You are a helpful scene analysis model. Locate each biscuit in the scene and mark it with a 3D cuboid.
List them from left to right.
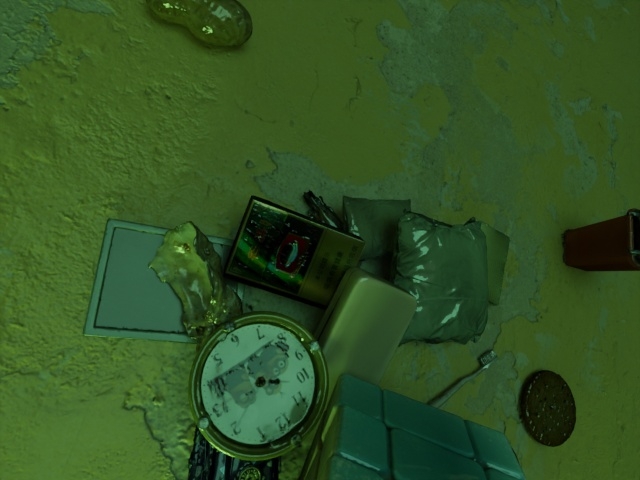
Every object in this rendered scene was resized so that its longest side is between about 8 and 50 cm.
[{"bbox_3d":[0.431,0.059,1.067,0.121,0.040,0.200,26,71,-19],"label":"biscuit"},{"bbox_3d":[0.598,0.438,1.063,0.187,0.027,0.188,6,75,-22],"label":"biscuit"}]

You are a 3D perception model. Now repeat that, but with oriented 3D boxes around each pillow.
[{"bbox_3d":[0.140,-0.027,0.932,0.229,0.050,0.149,-2,88,-42],"label":"pillow"},{"bbox_3d":[0.263,0.089,0.914,0.283,0.138,0.311,1,92,-30],"label":"pillow"}]

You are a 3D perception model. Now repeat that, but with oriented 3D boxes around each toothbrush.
[{"bbox_3d":[0.322,0.346,0.965,0.306,0.025,0.030,-25,81,-26],"label":"toothbrush"}]

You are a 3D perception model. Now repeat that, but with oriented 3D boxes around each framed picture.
[{"bbox_3d":[-0.276,0.083,0.767,0.273,0.017,0.218,12,74,-21],"label":"framed picture"}]

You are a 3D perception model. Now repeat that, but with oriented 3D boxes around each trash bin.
[{"bbox_3d":[0.821,0.013,1.138,0.184,0.238,0.162,14,76,-23],"label":"trash bin"}]

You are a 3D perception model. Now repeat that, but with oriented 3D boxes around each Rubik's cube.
[{"bbox_3d":[0.110,0.451,0.591,0.321,0.316,0.319,21,104,4],"label":"Rubik's cube"}]

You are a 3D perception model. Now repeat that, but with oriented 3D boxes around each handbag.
[{"bbox_3d":[-0.150,0.403,0.699,0.161,0.113,0.261,10,71,-17],"label":"handbag"}]

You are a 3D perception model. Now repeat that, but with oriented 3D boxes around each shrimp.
[{"bbox_3d":[0.000,0.000,0.891,0.152,0.046,0.220,-34,94,-29],"label":"shrimp"}]

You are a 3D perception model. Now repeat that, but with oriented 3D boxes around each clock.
[{"bbox_3d":[-0.103,0.240,0.687,0.236,0.057,0.238,5,71,-14],"label":"clock"}]

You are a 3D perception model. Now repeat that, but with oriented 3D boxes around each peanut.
[{"bbox_3d":[-0.254,-0.483,0.857,0.225,0.095,0.108,18,75,-18],"label":"peanut"}]

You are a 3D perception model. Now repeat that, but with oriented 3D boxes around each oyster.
[{"bbox_3d":[-0.209,0.082,0.725,0.107,0.161,0.233,-20,94,-42],"label":"oyster"}]

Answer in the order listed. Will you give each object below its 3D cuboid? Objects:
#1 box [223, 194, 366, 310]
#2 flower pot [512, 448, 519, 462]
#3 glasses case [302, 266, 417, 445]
[{"bbox_3d":[-0.050,0.028,0.793,0.239,0.071,0.160,20,101,-13],"label":"box"},{"bbox_3d":[0.284,0.504,0.826,0.148,0.235,0.236,19,71,1],"label":"flower pot"},{"bbox_3d":[0.049,0.226,0.776,0.143,0.076,0.337,26,93,-18],"label":"glasses case"}]
